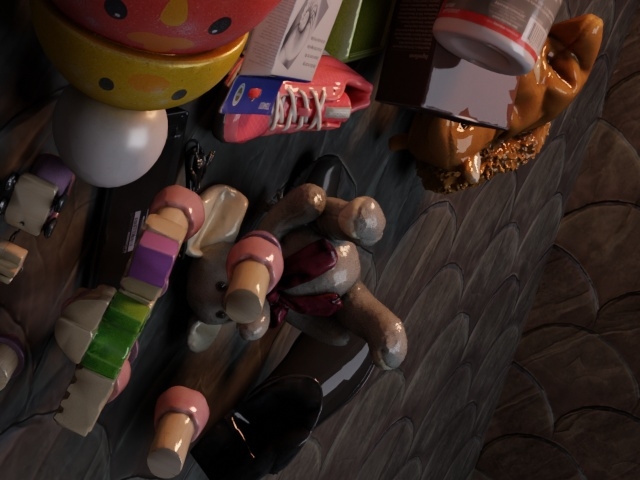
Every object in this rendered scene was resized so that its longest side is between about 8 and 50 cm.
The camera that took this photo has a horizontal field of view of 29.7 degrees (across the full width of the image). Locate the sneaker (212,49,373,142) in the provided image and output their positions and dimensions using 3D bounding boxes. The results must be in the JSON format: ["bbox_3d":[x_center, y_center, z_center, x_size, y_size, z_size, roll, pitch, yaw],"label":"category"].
[{"bbox_3d":[-0.030,-0.201,1.671,0.314,0.136,0.116,-33,141,-54],"label":"sneaker"}]

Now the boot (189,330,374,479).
[{"bbox_3d":[-0.035,0.231,1.897,0.367,0.146,0.445,-52,172,-5],"label":"boot"}]

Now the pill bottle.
[{"bbox_3d":[0.291,-0.402,1.777,0.283,0.161,0.161,-66,159,-5],"label":"pill bottle"}]

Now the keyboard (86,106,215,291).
[{"bbox_3d":[-0.222,-0.024,1.551,0.201,0.033,0.317,-19,131,-54],"label":"keyboard"}]

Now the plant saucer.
[{"bbox_3d":[0.067,-0.354,1.864,0.188,0.045,0.188,-28,137,-58],"label":"plant saucer"}]

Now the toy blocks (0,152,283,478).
[{"bbox_3d":[-0.226,0.056,1.407,0.289,0.308,0.260,-62,-173,22],"label":"toy blocks"}]

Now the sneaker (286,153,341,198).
[{"bbox_3d":[0.000,0.000,1.964,0.109,0.130,0.286,-22,131,-58],"label":"sneaker"}]

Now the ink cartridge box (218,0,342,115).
[{"bbox_3d":[-0.034,-0.248,1.461,0.223,0.045,0.224,-25,138,-76],"label":"ink cartridge box"}]

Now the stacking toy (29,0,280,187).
[{"bbox_3d":[-0.155,-0.241,1.131,0.350,0.350,0.480,-41,158,-47],"label":"stacking toy"}]

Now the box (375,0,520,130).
[{"bbox_3d":[0.235,-0.382,1.924,0.191,0.143,0.382,11,92,-35],"label":"box"}]

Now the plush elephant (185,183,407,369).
[{"bbox_3d":[-0.073,0.053,1.713,0.255,0.330,0.272,-27,128,-25],"label":"plush elephant"}]

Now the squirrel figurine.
[{"bbox_3d":[0.299,-0.222,2.236,0.370,0.281,0.397,-50,155,-34],"label":"squirrel figurine"}]
